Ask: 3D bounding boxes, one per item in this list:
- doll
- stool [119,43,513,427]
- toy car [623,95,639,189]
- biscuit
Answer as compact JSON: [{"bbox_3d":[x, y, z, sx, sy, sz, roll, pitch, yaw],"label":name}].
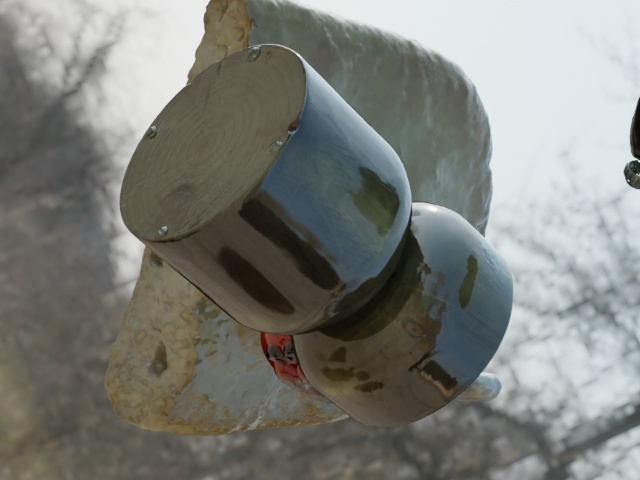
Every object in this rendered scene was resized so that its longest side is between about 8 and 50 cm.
[{"bbox_3d":[0.034,0.106,1.688,0.217,0.183,0.085,32,61,-41],"label":"doll"},{"bbox_3d":[0.000,0.000,1.451,0.264,0.179,0.179,41,7,-34],"label":"stool"},{"bbox_3d":[0.273,-0.044,1.404,0.205,0.056,0.095,-100,-158,-49],"label":"toy car"},{"bbox_3d":[0.004,0.002,1.875,0.104,0.446,0.429,27,-79,44],"label":"biscuit"}]
